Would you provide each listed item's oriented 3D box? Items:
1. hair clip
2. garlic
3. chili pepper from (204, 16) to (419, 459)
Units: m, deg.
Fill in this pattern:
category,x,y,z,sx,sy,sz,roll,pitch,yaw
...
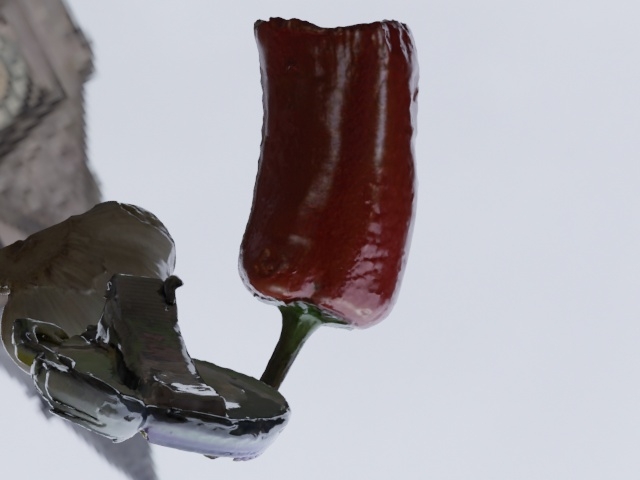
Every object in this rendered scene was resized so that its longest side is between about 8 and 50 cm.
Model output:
category,x,y,z,sx,sy,sz,roll,pitch,yaw
hair clip,-0.070,0.055,0.746,0.116,0.049,0.172,10,-169,-18
garlic,-0.122,0.032,0.956,0.113,0.094,0.074,-45,-139,-13
chili pepper,0.005,0.000,1.333,0.134,0.338,0.131,5,-179,22
